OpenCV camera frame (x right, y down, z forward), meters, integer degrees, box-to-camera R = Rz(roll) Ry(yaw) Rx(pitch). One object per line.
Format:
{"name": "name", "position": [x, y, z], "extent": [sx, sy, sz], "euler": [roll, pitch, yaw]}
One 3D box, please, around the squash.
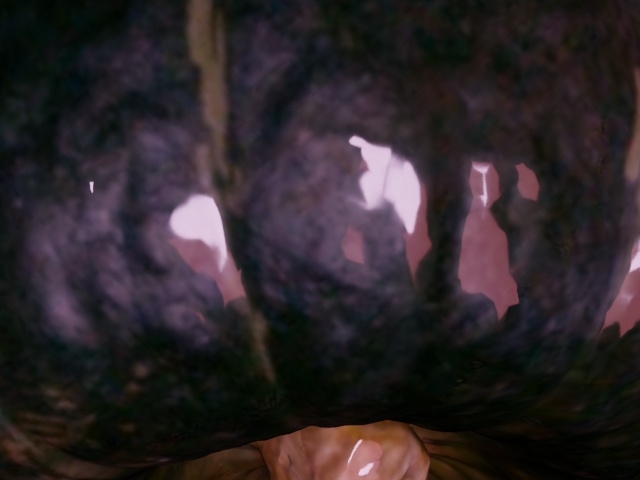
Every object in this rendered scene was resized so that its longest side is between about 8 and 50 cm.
{"name": "squash", "position": [0.000, 0.000, 0.484], "extent": [0.252, 0.165, 0.252], "euler": [0, 148, 0]}
